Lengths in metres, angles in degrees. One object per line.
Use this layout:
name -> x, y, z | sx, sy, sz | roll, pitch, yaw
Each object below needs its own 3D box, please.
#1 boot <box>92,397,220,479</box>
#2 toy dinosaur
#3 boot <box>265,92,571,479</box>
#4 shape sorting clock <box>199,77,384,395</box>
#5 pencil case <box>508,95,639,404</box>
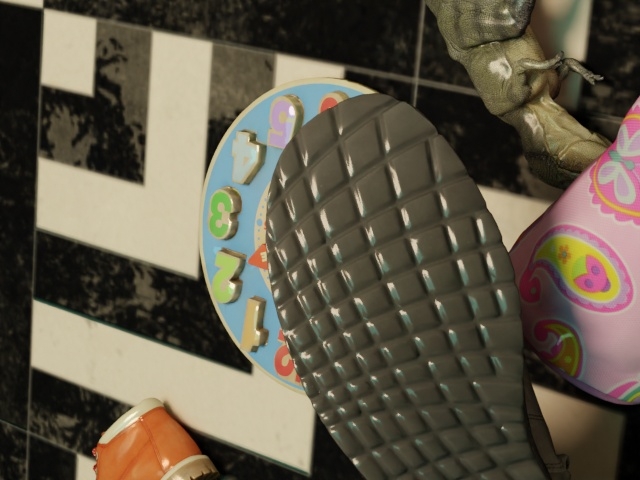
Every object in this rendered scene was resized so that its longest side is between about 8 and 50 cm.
boot -> -0.143, 0.185, 1.130 | 0.158, 0.059, 0.084 | -49, 65, 25
toy dinosaur -> 0.100, -0.143, 0.869 | 0.268, 0.064, 0.118 | 55, 133, 20
boot -> 0.057, 0.095, 0.841 | 0.118, 0.223, 0.338 | -19, 90, -2
shape sorting clock -> 0.000, 0.000, 0.986 | 0.206, 0.040, 0.206 | 9, 104, 37
pencil case -> 0.206, -0.047, 0.764 | 0.124, 0.124, 0.284 | 48, 123, 21
